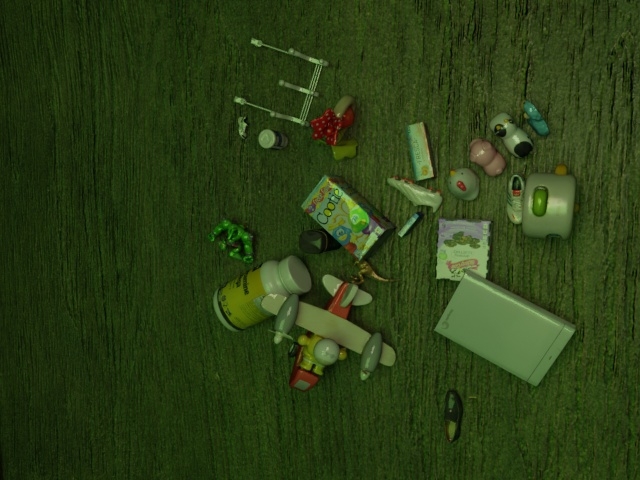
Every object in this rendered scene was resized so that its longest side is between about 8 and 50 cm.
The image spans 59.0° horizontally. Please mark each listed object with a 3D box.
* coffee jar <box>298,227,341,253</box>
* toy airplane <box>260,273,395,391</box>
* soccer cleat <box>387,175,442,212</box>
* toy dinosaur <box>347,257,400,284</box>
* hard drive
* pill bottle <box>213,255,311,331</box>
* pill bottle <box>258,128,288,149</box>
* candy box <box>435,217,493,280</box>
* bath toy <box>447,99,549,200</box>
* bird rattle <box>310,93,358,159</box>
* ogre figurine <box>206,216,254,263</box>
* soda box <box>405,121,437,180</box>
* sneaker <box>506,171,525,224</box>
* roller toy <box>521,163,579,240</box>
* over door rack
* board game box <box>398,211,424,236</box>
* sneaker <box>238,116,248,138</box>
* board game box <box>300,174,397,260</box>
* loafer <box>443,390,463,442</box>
[{"bbox_3d":[0.000,0.000,1.931,0.096,0.184,0.079,6,97,23],"label":"coffee jar"},{"bbox_3d":[0.031,0.311,1.891,0.385,0.272,0.385,-17,105,2],"label":"toy airplane"},{"bbox_3d":[0.302,-0.153,1.853,0.196,0.068,0.076,23,106,17],"label":"soccer cleat"},{"bbox_3d":[0.157,0.106,1.939,0.211,0.064,0.112,44,108,14],"label":"toy dinosaur"},{"bbox_3d":[0.559,0.270,1.746,0.352,0.047,0.233,29,118,14],"label":"hard drive"},{"bbox_3d":[-0.206,0.186,2.037,0.333,0.188,0.188,-28,83,23],"label":"pill bottle"},{"bbox_3d":[-0.163,-0.356,2.007,0.067,0.120,0.067,2,95,23],"label":"pill bottle"},{"bbox_3d":[0.456,0.030,1.797,0.164,0.070,0.197,4,97,23],"label":"candy box"},{"bbox_3d":[0.519,-0.265,1.714,0.348,0.129,0.151,-45,77,21],"label":"bath toy"},{"bbox_3d":[0.050,-0.387,1.857,0.143,0.253,0.207,23,80,20],"label":"bird rattle"},{"bbox_3d":[-0.324,-0.005,2.124,0.197,0.096,0.118,42,121,27],"label":"ogre figurine"},{"bbox_3d":[0.327,-0.286,1.833,0.062,0.058,0.183,-11,89,24],"label":"soda box"},{"bbox_3d":[0.593,-0.129,1.720,0.057,0.075,0.162,2,95,23],"label":"sneaker"},{"bbox_3d":[0.667,-0.100,1.631,0.146,0.209,0.191,6,132,23],"label":"roller toy"},{"bbox_3d":[-0.154,-0.559,1.993,0.324,0.108,0.240,23,103,20],"label":"over door rack"},{"bbox_3d":[0.298,-0.053,1.848,0.020,0.090,0.090,43,110,13],"label":"board game box"},{"bbox_3d":[-0.283,-0.420,2.102,0.036,0.032,0.083,-8,92,24],"label":"sneaker"},{"bbox_3d":[0.097,-0.080,1.905,0.275,0.144,0.142,43,109,14],"label":"board game box"},{"bbox_3d":[0.434,0.581,1.860,0.062,0.061,0.170,-3,93,25],"label":"loafer"}]
